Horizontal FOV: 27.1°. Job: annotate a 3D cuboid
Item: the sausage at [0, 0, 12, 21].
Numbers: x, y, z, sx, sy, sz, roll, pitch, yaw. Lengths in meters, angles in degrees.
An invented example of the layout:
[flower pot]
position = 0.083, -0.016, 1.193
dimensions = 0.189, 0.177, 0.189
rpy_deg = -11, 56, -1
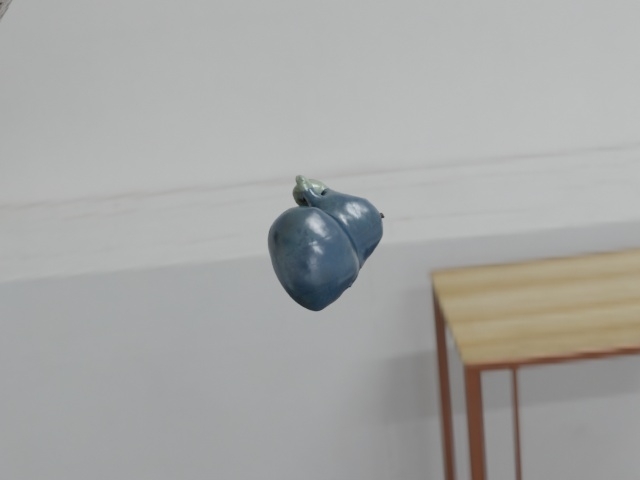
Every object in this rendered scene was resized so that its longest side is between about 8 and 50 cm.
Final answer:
[sausage]
position = -0.171, -0.096, 0.464
dimensions = 0.123, 0.123, 0.253
rpy_deg = -21, -3, -27

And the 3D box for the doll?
[doll]
position = 0.000, 0.000, 0.785
dimensions = 0.050, 0.076, 0.083
rpy_deg = -18, 17, 40
